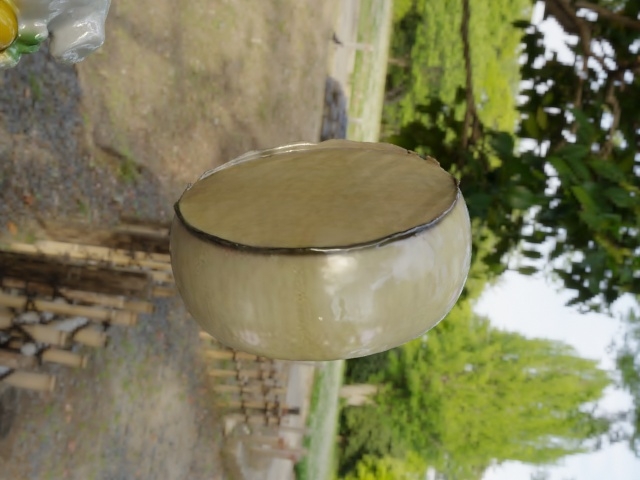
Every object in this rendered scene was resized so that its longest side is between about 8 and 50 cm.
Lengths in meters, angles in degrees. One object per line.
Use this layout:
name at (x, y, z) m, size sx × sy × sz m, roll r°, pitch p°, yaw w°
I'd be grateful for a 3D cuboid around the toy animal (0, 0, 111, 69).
toy animal at (-0.310, -0.209, 0.760) m, size 0.208 × 0.325 × 0.154 m, roll 48°, pitch 26°, yaw -62°

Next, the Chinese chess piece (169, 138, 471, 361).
Chinese chess piece at (0.000, 0.000, 0.811) m, size 0.257 × 0.257 × 0.104 m, roll -77°, pitch 164°, yaw -63°
